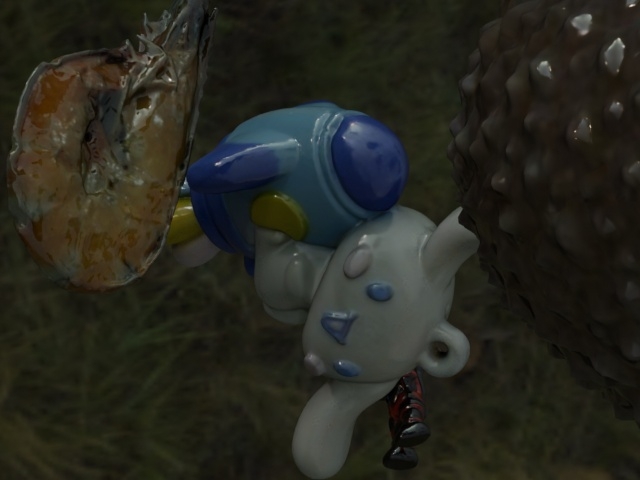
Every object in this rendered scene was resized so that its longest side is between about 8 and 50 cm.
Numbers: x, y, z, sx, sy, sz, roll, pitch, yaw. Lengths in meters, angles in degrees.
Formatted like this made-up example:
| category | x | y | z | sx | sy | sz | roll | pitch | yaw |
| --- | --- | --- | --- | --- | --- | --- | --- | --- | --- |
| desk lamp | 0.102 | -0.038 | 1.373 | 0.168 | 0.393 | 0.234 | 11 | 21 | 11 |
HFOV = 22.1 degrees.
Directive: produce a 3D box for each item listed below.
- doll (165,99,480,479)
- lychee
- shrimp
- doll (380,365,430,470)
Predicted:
| category | x | y | z | sx | sy | sz | roll | pitch | yaw |
| --- | --- | --- | --- | --- | --- | --- | --- | --- | --- |
| doll | -0.003 | 0.000 | 1.560 | 0.365 | 0.376 | 0.187 | 45 | 14 | 13 |
| lychee | 0.206 | -0.034 | 0.718 | 0.300 | 0.300 | 0.300 | 15 | 69 | -47 |
| shrimp | -0.160 | -0.104 | 1.289 | 0.164 | 0.062 | 0.317 | 45 | 51 | -39 |
| doll | 0.089 | 0.148 | 1.980 | 0.088 | 0.127 | 0.249 | 19 | 51 | -30 |
